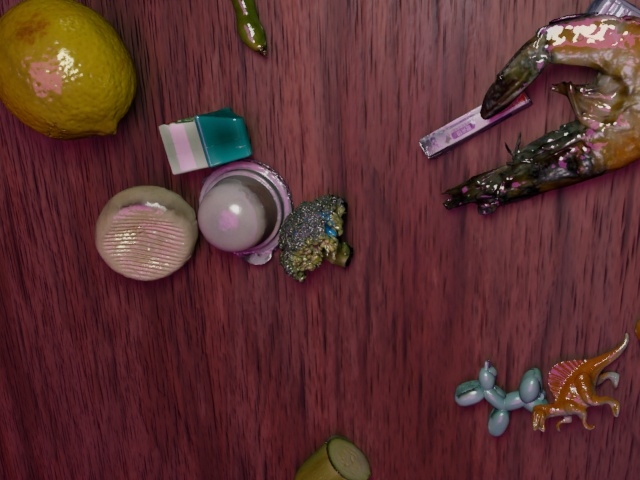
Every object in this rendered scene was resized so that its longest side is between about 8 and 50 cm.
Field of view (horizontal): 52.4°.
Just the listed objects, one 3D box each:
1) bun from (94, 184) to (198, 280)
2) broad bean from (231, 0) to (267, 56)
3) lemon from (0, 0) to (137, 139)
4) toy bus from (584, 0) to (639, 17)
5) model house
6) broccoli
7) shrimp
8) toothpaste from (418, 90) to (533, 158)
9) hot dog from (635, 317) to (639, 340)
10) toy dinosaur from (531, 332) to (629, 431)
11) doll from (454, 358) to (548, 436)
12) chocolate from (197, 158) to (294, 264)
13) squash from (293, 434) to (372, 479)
[{"bbox_3d":[-0.355,-0.025,1.348,0.223,0.127,0.222,-2,121,-4],"label":"bun"},{"bbox_3d":[-0.147,-0.455,1.170,0.052,0.053,0.256,-20,104,-16],"label":"broad bean"},{"bbox_3d":[-0.479,-0.318,1.216,0.267,0.267,0.267,5,109,16],"label":"lemon"},{"bbox_3d":[0.498,-0.312,1.000,0.191,0.075,0.064,33,115,4],"label":"toy bus"},{"bbox_3d":[-0.206,-0.194,1.235,0.149,0.127,0.100,-7,106,23],"label":"model house"},{"bbox_3d":[0.000,0.000,1.247,0.160,0.167,0.154,27,152,-22],"label":"broccoli"},{"bbox_3d":[0.358,-0.182,1.046,0.272,0.085,0.445,43,127,-18],"label":"shrimp"},{"bbox_3d":[0.268,-0.204,1.129,0.196,0.047,0.040,-28,83,24],"label":"toothpaste"},{"bbox_3d":[0.609,0.117,1.121,0.072,0.055,0.188,24,112,7],"label":"hot dog"},{"bbox_3d":[0.478,0.262,1.203,0.142,0.057,0.212,12,81,13],"label":"toy dinosaur"},{"bbox_3d":[0.362,0.303,1.259,0.159,0.059,0.158,38,115,4],"label":"doll"},{"bbox_3d":[-0.165,-0.041,1.264,0.221,0.147,0.221,6,114,13],"label":"chocolate"},{"bbox_3d":[0.006,0.519,1.414,0.123,0.123,0.186,44,114,0],"label":"squash"}]
